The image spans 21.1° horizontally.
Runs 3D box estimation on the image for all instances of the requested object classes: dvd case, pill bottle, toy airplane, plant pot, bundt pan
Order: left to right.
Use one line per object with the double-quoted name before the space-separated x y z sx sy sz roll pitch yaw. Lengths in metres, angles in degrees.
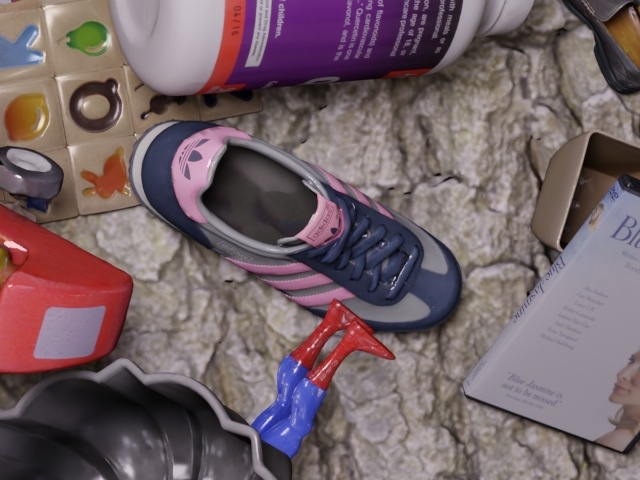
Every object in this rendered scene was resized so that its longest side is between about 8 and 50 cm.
"toy airplane" -0.369 0.008 1.195 0.384 0.272 0.386 -27 116 3
"bundt pan" -0.136 0.262 1.303 0.124 0.331 0.330 27 81 -61
"pill bottle" 0.005 -0.214 1.364 0.323 0.181 0.181 -7 95 -25
"plant pot" 0.246 -0.031 1.514 0.109 0.096 0.109 18 87 -19
"dvd case" 0.263 0.071 1.488 0.180 0.022 0.253 21 120 -22

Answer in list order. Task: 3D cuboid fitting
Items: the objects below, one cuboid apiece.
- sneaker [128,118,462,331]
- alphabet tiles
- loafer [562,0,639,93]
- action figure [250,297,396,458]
"sneaker" 0.000 0.000 1.404 0.319 0.131 0.112 23 84 -25
"alphabet tiles" -0.220 -0.159 1.383 0.343 0.011 0.285 -12 98 -19
"loafer" 0.260 -0.211 1.528 0.062 0.061 0.170 -35 103 -14
"action figure" -0.027 0.200 1.416 0.139 0.091 0.280 41 93 -22
